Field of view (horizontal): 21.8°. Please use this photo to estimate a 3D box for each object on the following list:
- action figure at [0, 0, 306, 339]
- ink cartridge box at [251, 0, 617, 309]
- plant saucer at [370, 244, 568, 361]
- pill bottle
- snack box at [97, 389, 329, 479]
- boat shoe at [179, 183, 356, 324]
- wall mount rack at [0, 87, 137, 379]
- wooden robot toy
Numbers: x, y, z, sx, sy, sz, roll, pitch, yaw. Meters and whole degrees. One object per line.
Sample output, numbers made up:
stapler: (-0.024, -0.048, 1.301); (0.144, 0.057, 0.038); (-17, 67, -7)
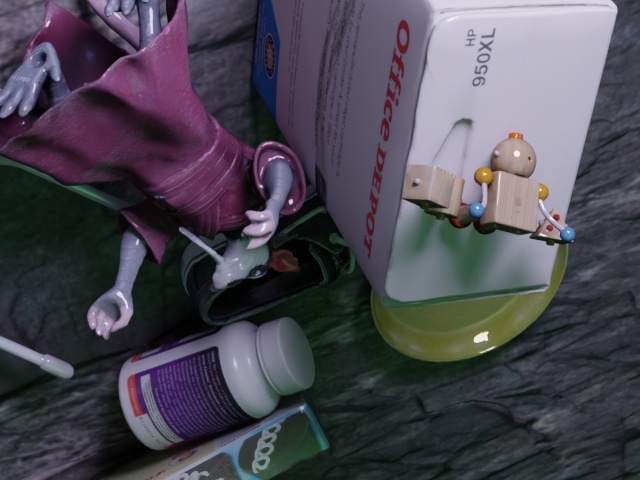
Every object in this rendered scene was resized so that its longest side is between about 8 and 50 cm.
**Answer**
action figure: (-0.144, -0.083, 1.565); (0.248, 0.275, 0.370); (-17, 140, 25)
ink cartridge box: (0.079, -0.168, 1.467); (0.166, 0.395, 0.285); (-5, 126, -19)
plant saucer: (0.164, 0.033, 1.885); (0.241, 0.037, 0.241); (-12, 128, -15)
pill bottle: (-0.108, 0.147, 1.770); (0.194, 0.108, 0.108); (-20, 133, 22)
snack box: (-0.149, 0.260, 1.825); (0.322, 0.187, 0.060); (-28, 96, -1)
boat shoe: (0.000, 0.000, 1.749); (0.301, 0.102, 0.108); (-23, 130, -5)
wall mount rack: (-0.335, 0.025, 1.619); (0.304, 0.130, 0.350); (0, 130, -55)
wooden robot toy: (0.135, -0.047, 1.297); (0.173, 0.076, 0.079); (14, 82, -32)
